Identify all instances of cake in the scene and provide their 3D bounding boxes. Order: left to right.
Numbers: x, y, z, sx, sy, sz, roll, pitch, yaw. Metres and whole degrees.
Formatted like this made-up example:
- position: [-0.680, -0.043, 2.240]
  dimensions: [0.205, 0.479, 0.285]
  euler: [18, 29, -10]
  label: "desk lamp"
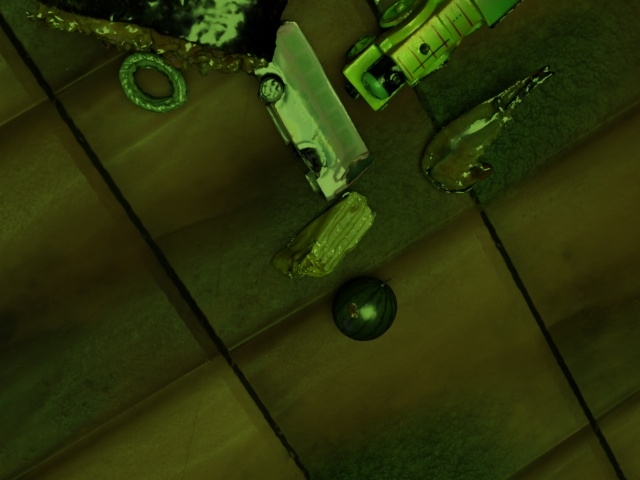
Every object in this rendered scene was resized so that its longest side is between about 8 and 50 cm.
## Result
- position: [0.003, 0.003, 1.425]
  dimensions: [0.080, 0.116, 0.185]
  euler: [42, 63, -21]
  label: "cake"

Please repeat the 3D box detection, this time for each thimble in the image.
- position: [-0.251, -0.238, 1.304]
  dimensions: [0.110, 0.062, 0.084]
  euler: [27, 97, -15]
  label: "thimble"

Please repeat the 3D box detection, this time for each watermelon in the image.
- position: [0.081, 0.104, 1.423]
  dimensions: [0.105, 0.105, 0.133]
  euler: [32, 115, -16]
  label: "watermelon"

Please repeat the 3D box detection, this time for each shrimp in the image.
- position: [0.280, -0.181, 1.410]
  dimensions: [0.262, 0.066, 0.117]
  euler: [-35, 123, 16]
  label: "shrimp"

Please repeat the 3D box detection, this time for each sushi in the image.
- position: [-0.208, -0.349, 1.201]
  dimensions: [0.348, 0.234, 0.207]
  euler: [18, 105, 10]
  label: "sushi"

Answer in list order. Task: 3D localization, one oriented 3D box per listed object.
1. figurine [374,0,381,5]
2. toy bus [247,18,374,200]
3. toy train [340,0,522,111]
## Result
- position: [0.068, -0.415, 1.324]
  dimensions: [0.109, 0.047, 0.064]
  euler: [51, 63, -23]
  label: "figurine"
- position: [-0.025, -0.201, 1.339]
  dimensions: [0.112, 0.090, 0.274]
  euler: [-33, 108, -6]
  label: "toy bus"
- position: [0.160, -0.318, 1.304]
  dimensions: [0.296, 0.160, 0.100]
  euler: [-42, 114, 3]
  label: "toy train"
